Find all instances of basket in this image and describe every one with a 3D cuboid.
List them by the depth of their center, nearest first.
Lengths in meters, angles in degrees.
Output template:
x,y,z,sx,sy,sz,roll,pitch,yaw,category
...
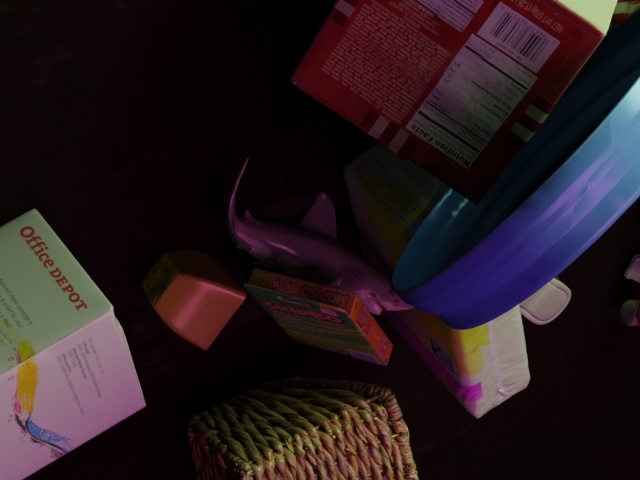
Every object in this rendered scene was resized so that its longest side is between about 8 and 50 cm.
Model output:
x,y,z,sx,sy,sz,roll,pitch,yaw,category
-0.014,0.317,1.957,0.223,0.213,0.299,-26,116,-20,basket

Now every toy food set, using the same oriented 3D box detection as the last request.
x,y,z,sx,sy,sz,roll,pitch,yaw,category
0.486,0.041,2.265,0.104,0.111,0.232,3,126,-30,toy food set

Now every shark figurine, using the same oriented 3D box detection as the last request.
x,y,z,sx,sy,sz,roll,pitch,yaw,category
-0.027,-0.011,1.770,0.278,0.166,0.116,29,79,-35,shark figurine

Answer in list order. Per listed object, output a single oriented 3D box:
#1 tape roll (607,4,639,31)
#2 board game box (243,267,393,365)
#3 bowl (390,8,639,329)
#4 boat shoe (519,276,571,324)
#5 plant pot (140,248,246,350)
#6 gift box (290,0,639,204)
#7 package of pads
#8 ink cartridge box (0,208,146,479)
x,y,z,sx,sy,sz,roll,pitch,yaw,category
0.331,-0.306,1.623,0.100,0.286,0.286,-28,141,-20,tape roll
0.001,0.088,1.796,0.259,0.124,0.039,49,57,-70,board game box
0.227,-0.069,1.504,0.391,0.077,0.391,-46,-174,7,bowl
0.256,0.036,2.067,0.095,0.079,0.254,-50,145,7,boat shoe
-0.148,0.057,1.716,0.083,0.081,0.081,26,107,-38,plant pot
0.161,-0.231,1.490,0.276,0.255,0.258,-50,-174,33,gift box
0.137,0.039,1.835,0.101,0.229,0.296,-31,143,-12,package of pads
-0.321,0.122,1.538,0.232,0.171,0.168,-30,142,-16,ink cartridge box
